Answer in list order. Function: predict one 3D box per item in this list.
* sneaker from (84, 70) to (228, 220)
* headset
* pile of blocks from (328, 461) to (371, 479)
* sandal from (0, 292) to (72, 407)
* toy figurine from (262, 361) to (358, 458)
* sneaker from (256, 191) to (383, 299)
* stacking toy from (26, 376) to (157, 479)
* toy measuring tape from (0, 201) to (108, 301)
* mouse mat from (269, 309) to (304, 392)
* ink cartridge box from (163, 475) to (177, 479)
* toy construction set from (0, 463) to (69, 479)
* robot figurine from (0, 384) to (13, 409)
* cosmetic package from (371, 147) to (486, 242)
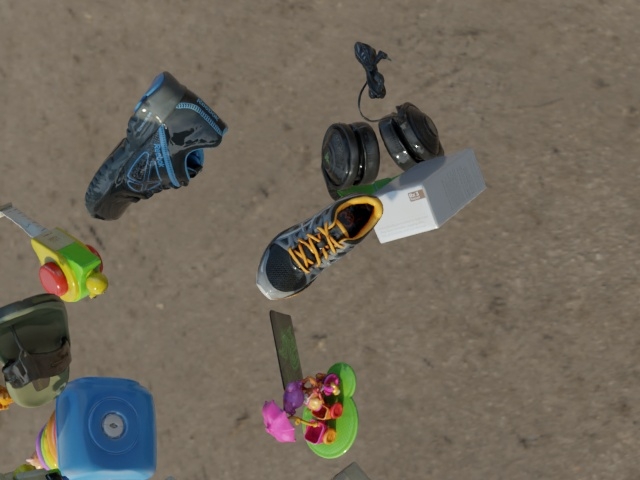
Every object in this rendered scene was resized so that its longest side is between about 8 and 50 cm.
[{"bbox_3d":[-0.271,-0.114,1.533,0.341,0.139,0.125,-44,17,47],"label":"sneaker"},{"bbox_3d":[0.110,-0.207,1.866,0.243,0.394,0.185,-17,65,-2],"label":"headset"},{"bbox_3d":[-0.059,0.421,1.129,0.362,0.149,0.113,-43,82,11],"label":"pile of blocks"},{"bbox_3d":[-0.391,0.166,1.332,0.086,0.120,0.303,58,161,27],"label":"sandal"},{"bbox_3d":[-0.026,0.289,1.661,0.130,0.159,0.173,18,92,42],"label":"toy figurine"},{"bbox_3d":[0.000,0.000,1.315,0.084,0.215,0.083,51,163,-7],"label":"sneaker"},{"bbox_3d":[-0.418,0.347,1.633,0.302,0.175,0.166,-31,58,45],"label":"stacking toy"},{"bbox_3d":[-0.525,0.035,1.877,0.330,0.121,0.121,28,109,32],"label":"toy measuring tape"},{"bbox_3d":[-0.060,0.207,1.776,0.007,0.189,0.153,-13,81,7],"label":"mouse mat"},{"bbox_3d":[-0.211,0.619,1.864,0.239,0.060,0.275,18,130,46],"label":"ink cartridge box"},{"bbox_3d":[-0.357,0.421,1.257,0.327,0.151,0.215,32,122,34],"label":"toy construction set"},{"bbox_3d":[-0.617,0.193,1.520,0.085,0.291,0.211,-14,74,26],"label":"robot figurine"},{"bbox_3d":[0.181,-0.079,1.618,0.117,0.231,0.086,-15,103,35],"label":"cosmetic package"}]
